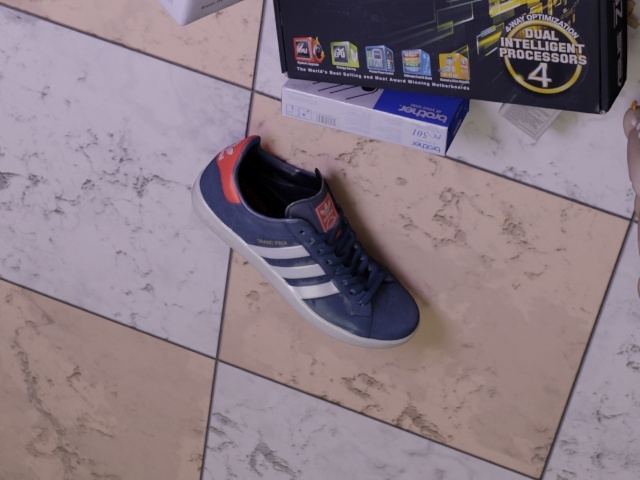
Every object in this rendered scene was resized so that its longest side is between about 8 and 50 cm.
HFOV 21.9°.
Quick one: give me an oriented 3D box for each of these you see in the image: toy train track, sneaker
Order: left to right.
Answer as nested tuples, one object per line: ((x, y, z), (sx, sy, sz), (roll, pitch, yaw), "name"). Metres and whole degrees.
((0.000, 0.000, 2.115), (0.350, 0.131, 0.148), (36, 138, -5), "sneaker")
((0.324, -0.243, 1.839), (0.048, 0.014, 0.083), (29, 140, -9), "toy train track")

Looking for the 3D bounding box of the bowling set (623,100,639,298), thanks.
((0.452, -0.018, 1.900), (0.199, 0.154, 0.287), (-4, 126, 6), "bowling set")

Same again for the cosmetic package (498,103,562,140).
((0.261, -0.175, 1.905), (0.060, 0.041, 0.115), (36, 134, -4), "cosmetic package")

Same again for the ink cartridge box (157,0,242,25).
((-0.130, -0.461, 1.661), (0.285, 0.166, 0.395), (49, 148, 19), "ink cartridge box")

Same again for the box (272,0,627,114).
((0.133, -0.313, 1.790), (0.394, 0.097, 0.318), (10, 124, 23), "box")

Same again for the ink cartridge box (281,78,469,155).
((0.066, -0.167, 1.969), (0.207, 0.097, 0.046), (15, 132, 15), "ink cartridge box")
